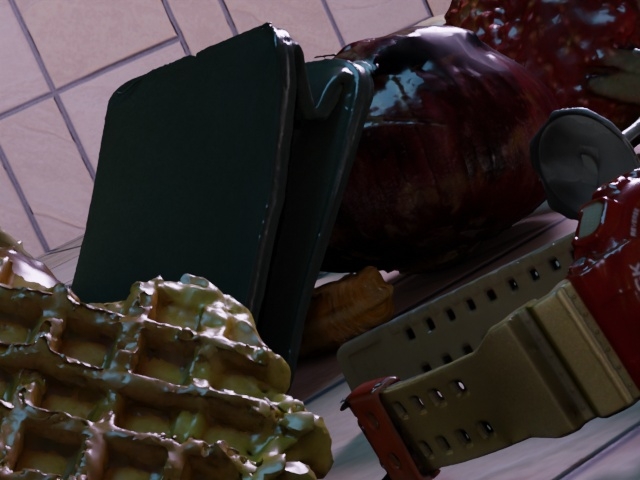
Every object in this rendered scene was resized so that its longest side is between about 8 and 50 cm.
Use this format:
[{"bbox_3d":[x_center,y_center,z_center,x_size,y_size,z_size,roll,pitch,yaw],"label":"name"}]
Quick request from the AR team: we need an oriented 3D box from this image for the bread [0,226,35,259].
[{"bbox_3d":[-0.355,0.084,1.244,0.279,0.207,0.279,-47,11,-16],"label":"bread"}]

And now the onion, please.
[{"bbox_3d":[0.062,-0.067,1.301,0.246,0.190,0.246,-19,-11,-4],"label":"onion"}]

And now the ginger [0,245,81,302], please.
[{"bbox_3d":[-0.222,0.140,0.914,0.357,0.152,0.274,-31,42,-34],"label":"ginger"}]

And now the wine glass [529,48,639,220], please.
[{"bbox_3d":[0.241,-0.087,1.231,0.183,0.122,0.122,-38,14,-37],"label":"wine glass"}]

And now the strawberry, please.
[{"bbox_3d":[0.196,-0.195,1.494,0.306,0.138,0.233,30,77,40],"label":"strawberry"}]

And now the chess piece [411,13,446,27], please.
[{"bbox_3d":[0.101,-0.101,1.627,0.142,0.143,0.261,-20,25,30],"label":"chess piece"}]

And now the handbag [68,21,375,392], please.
[{"bbox_3d":[-0.082,-0.005,1.189,0.079,0.260,0.247,20,-17,-33],"label":"handbag"}]

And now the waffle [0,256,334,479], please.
[{"bbox_3d":[-0.133,0.083,0.821,0.291,0.051,0.291,9,36,-6],"label":"waffle"}]

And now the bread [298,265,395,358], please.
[{"bbox_3d":[0.006,0.051,1.217,0.083,0.044,0.110,-28,6,-37],"label":"bread"}]

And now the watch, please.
[{"bbox_3d":[0.083,0.055,0.823,0.268,0.102,0.165,-29,5,36],"label":"watch"}]
